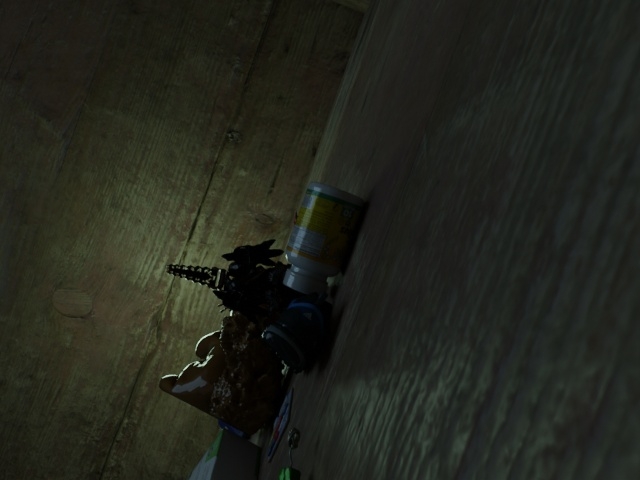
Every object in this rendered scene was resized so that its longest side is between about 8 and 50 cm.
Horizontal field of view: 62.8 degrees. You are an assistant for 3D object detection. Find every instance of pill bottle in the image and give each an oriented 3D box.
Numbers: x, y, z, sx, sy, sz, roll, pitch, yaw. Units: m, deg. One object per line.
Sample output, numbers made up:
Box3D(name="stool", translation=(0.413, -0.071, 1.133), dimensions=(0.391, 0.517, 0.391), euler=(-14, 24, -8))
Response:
Box3D(name="pill bottle", translation=(0.000, 0.000, 1.032), dimensions=(0.117, 0.117, 0.209), euler=(-147, 76, -83))

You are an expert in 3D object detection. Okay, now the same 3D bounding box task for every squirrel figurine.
Box3D(name="squirrel figurine", translation=(-0.178, 0.280, 1.350), dimensions=(0.371, 0.281, 0.397), euler=(-62, 17, -22))

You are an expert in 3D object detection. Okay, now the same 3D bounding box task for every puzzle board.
Box3D(name="puzzle board", translation=(-0.085, 0.385, 1.100), dimensions=(0.096, 0.011, 0.128), euler=(-85, 16, -63))

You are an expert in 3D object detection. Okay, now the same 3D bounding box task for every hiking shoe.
Box3D(name="hiking shoe", translation=(-0.035, 0.176, 1.007), dimensions=(0.132, 0.113, 0.304), euler=(-45, -2, -13))

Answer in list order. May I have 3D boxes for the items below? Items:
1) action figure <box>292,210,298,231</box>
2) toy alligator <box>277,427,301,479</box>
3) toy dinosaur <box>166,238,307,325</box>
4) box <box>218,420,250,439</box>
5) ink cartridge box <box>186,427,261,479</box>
Box3D(name="action figure", translation=(-0.035, -0.018, 1.445), dimensions=(0.280, 0.091, 0.139), euler=(-112, 30, -80))
Box3D(name="toy alligator", translation=(-0.042, 0.349, 0.701), dimensions=(0.051, 0.056, 0.190), euler=(-6, 55, 35))
Box3D(name="toy dinosaur", translation=(-0.158, 0.101, 1.134), dimensions=(0.218, 0.321, 0.165), euler=(144, 115, -77))
Box3D(name="box", translation=(-0.239, 0.502, 1.599), dimensions=(0.136, 0.036, 0.225), euler=(35, 108, 44))
Box3D(name="ink cartridge box", translation=(-0.260, 0.612, 1.210), dimensions=(0.273, 0.114, 0.198), euler=(-56, 10, 14))
